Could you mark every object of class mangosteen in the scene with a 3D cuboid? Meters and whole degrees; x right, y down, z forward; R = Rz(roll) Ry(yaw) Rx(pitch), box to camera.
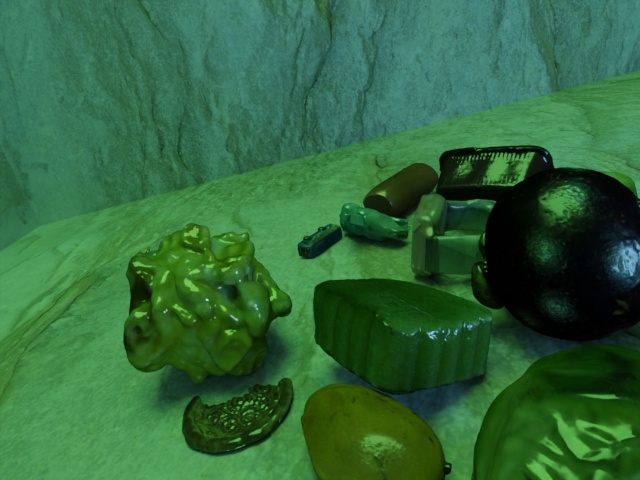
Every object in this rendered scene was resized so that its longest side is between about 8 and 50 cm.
[{"bbox_3d":[0.381,0.025,0.727,0.288,0.288,0.288,-13,21,5],"label":"mangosteen"}]

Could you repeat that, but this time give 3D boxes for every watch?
[{"bbox_3d":[0.342,-0.011,1.026,0.241,0.162,0.253,7,30,19],"label":"watch"}]

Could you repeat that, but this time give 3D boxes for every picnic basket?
[{"bbox_3d":[0.438,-0.123,1.173,0.297,0.222,0.129,6,52,42],"label":"picnic basket"}]

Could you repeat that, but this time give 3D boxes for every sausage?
[{"bbox_3d":[0.267,-0.161,1.453,0.121,0.121,0.304,7,31,44],"label":"sausage"}]

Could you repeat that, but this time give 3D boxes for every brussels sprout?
[{"bbox_3d":[0.244,0.221,0.397,0.271,0.210,0.219,-36,53,-27],"label":"brussels sprout"}]

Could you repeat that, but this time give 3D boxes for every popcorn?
[{"bbox_3d":[-0.214,0.113,0.866,0.312,0.312,0.312,-13,21,5],"label":"popcorn"}]

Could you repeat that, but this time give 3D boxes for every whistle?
[{"bbox_3d":[0.139,-0.047,1.295,0.186,0.093,0.274,3,11,-36],"label":"whistle"}]

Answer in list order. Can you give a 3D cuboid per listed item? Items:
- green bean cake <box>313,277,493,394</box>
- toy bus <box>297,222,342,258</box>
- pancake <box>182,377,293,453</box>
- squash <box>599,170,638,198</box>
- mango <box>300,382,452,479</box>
[{"bbox_3d":[0.117,0.139,0.725,0.222,0.125,0.248,-1,12,-32],"label":"green bean cake"},{"bbox_3d":[0.000,0.000,1.323,0.061,0.051,0.153,11,32,38],"label":"toy bus"},{"bbox_3d":[-0.136,0.278,0.755,0.190,0.020,0.184,-26,23,-28],"label":"pancake"},{"bbox_3d":[0.625,-0.076,1.017,0.170,0.123,0.170,-10,26,5],"label":"squash"},{"bbox_3d":[0.050,0.252,0.572,0.147,0.109,0.227,-27,23,-29],"label":"mango"}]
